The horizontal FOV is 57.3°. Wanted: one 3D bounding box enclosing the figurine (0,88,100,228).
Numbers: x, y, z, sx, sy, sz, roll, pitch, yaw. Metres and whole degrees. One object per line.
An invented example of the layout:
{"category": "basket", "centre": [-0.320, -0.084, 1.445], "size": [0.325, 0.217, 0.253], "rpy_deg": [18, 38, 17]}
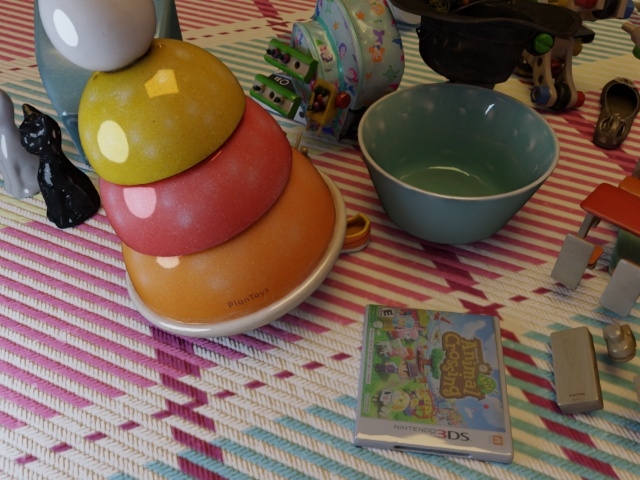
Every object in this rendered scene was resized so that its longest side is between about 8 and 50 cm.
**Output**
{"category": "figurine", "centre": [-0.486, -0.153, 0.984], "size": [0.215, 0.209, 0.092], "rpy_deg": [28, 52, 25]}

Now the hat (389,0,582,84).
{"category": "hat", "centre": [0.265, -0.351, 1.022], "size": [0.331, 0.134, 0.331], "rpy_deg": [6, 31, -3]}

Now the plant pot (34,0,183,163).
{"category": "plant pot", "centre": [-0.385, -0.288, 1.104], "size": [0.247, 0.248, 0.252], "rpy_deg": [-4, 62, -4]}

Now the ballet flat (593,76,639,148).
{"category": "ballet flat", "centre": [0.613, -0.276, 1.204], "size": [0.084, 0.058, 0.250], "rpy_deg": [22, 50, 19]}

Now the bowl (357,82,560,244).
{"category": "bowl", "centre": [0.213, -0.112, 0.973], "size": [0.312, 0.163, 0.311], "rpy_deg": [0, 46, 0]}

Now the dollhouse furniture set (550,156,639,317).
{"category": "dollhouse furniture set", "centre": [0.510, -0.009, 0.842], "size": [0.259, 0.135, 0.262], "rpy_deg": [33, 55, 30]}

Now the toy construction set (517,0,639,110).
{"category": "toy construction set", "centre": [0.538, -0.444, 1.239], "size": [0.309, 0.257, 0.237], "rpy_deg": [-14, 39, 1]}

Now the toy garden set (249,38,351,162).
{"category": "toy garden set", "centre": [-0.071, -0.203, 1.017], "size": [0.204, 0.244, 0.049], "rpy_deg": [37, 22, 31]}

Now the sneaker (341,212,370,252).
{"category": "sneaker", "centre": [0.000, 0.000, 0.932], "size": [0.175, 0.067, 0.064], "rpy_deg": [-25, 52, -20]}

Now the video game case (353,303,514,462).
{"category": "video game case", "centre": [0.149, 0.181, 0.785], "size": [0.193, 0.023, 0.212], "rpy_deg": [5, 46, 5]}

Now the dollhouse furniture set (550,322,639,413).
{"category": "dollhouse furniture set", "centre": [0.404, 0.197, 0.767], "size": [0.151, 0.123, 0.144], "rpy_deg": [-20, 37, 31]}

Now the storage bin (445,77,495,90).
{"category": "storage bin", "centre": [0.336, -0.380, 1.263], "size": [0.098, 0.135, 0.091], "rpy_deg": [-23, 60, -21]}

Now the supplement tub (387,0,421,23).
{"category": "supplement tub", "centre": [0.171, -0.690, 1.516], "size": [0.191, 0.191, 0.272], "rpy_deg": [-29, 53, -25]}

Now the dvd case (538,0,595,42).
{"category": "dvd case", "centre": [0.561, -0.568, 1.509], "size": [0.179, 0.029, 0.238], "rpy_deg": [-10, 46, -9]}

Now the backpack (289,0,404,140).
{"category": "backpack", "centre": [0.047, -0.334, 1.092], "size": [0.191, 0.253, 0.225], "rpy_deg": [-13, 74, -21]}

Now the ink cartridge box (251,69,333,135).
{"category": "ink cartridge box", "centre": [-0.007, -0.326, 1.266], "size": [0.208, 0.045, 0.206], "rpy_deg": [27, 52, 21]}

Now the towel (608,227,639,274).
{"category": "towel", "centre": [0.646, 0.018, 0.936], "size": [0.325, 0.038, 0.248], "rpy_deg": [18, 48, 18]}

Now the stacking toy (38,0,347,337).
{"category": "stacking toy", "centre": [-0.179, -0.134, 0.751], "size": [0.351, 0.480, 0.350], "rpy_deg": [-10, 46, 10]}
